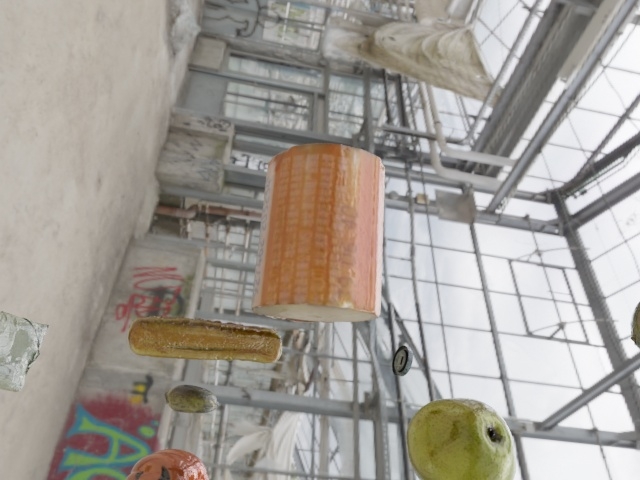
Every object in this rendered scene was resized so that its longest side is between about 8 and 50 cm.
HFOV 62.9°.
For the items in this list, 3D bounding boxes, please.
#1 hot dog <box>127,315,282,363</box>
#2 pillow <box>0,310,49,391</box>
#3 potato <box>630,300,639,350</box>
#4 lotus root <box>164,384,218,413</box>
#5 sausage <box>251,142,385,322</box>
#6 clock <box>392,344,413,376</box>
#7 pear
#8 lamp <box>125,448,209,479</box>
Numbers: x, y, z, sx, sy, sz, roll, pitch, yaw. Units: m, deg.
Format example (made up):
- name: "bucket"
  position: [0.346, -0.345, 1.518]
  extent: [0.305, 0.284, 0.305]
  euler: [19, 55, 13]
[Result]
- name: "hot dog"
  position: [-0.212, 0.190, 0.989]
  extent: [0.061, 0.285, 0.088]
  euler: [-166, -91, -76]
- name: "pillow"
  position: [-0.609, 0.187, 0.948]
  extent: [0.078, 0.181, 0.134]
  euler: [-26, -134, 32]
- name: "potato"
  position: [0.601, 0.162, 0.776]
  extent: [0.173, 0.210, 0.307]
  euler: [-52, -174, 6]
- name: "lotus root"
  position: [-0.419, 0.514, 1.699]
  extent: [0.089, 0.179, 0.081]
  euler: [-89, -175, -67]
- name: "sausage"
  position: [0.000, 0.000, 0.950]
  extent: [0.233, 0.233, 0.287]
  euler: [120, -25, -69]
- name: "clock"
  position: [0.222, 0.327, 1.418]
  extent: [0.085, 0.017, 0.085]
  euler: [-58, -161, 33]
- name: "pear"
  position: [0.370, 0.550, 1.377]
  extent: [0.294, 0.294, 0.294]
  euler: [-171, -90, -82]
- name: "lamp"
  position: [-0.320, 0.519, 1.057]
  extent: [0.187, 0.163, 0.188]
  euler: [4, 90, -72]
